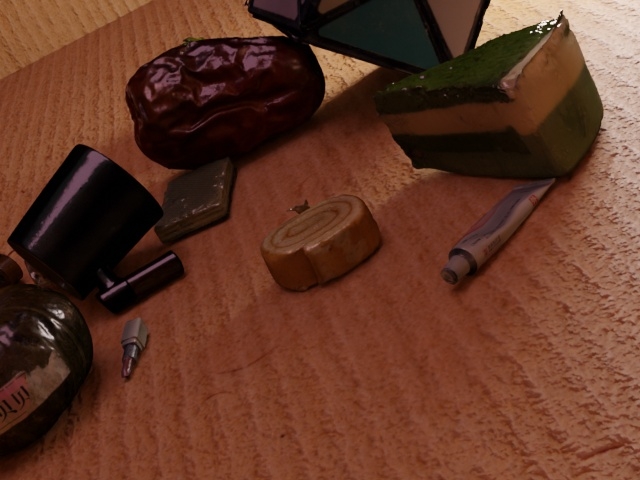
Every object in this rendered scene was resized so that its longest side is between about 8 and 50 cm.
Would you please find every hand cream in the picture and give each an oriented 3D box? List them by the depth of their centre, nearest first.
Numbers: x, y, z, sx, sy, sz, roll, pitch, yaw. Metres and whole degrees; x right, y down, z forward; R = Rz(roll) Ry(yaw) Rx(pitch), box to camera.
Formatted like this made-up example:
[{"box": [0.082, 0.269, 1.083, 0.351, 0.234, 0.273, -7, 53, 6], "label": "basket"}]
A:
[{"box": [0.201, -0.015, 1.322, 0.052, 0.038, 0.216, 22, 44, 29], "label": "hand cream"}]

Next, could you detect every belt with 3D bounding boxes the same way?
[{"box": [-0.541, 0.052, 1.910, 0.083, 0.059, 0.036, 1, 36, 45], "label": "belt"}]

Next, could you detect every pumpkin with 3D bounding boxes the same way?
[{"box": [-0.419, 0.151, 1.438, 0.260, 0.189, 0.260, -22, 24, 10], "label": "pumpkin"}]

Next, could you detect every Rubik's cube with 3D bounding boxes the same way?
[{"box": [0.094, -0.442, 1.832, 0.307, 0.305, 0.310, 40, 112, 63], "label": "Rubik's cube"}]

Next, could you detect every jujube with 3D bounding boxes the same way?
[{"box": [-0.159, -0.240, 1.934, 0.342, 0.216, 0.216, -18, 25, 2], "label": "jujube"}]

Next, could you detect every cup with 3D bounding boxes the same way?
[{"box": [-0.324, -0.012, 1.642, 0.239, 0.166, 0.177, 24, 69, 39], "label": "cup"}]

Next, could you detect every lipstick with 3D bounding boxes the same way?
[{"box": [-0.246, 0.144, 1.473, 0.025, 0.025, 0.107, -22, 31, 13], "label": "lipstick"}]

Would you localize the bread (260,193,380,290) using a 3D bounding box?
[{"box": [0.000, 0.000, 1.443, 0.149, 0.073, 0.122, -32, 27, -9], "label": "bread"}]

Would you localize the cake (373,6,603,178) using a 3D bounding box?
[{"box": [0.197, -0.148, 1.432, 0.283, 0.158, 0.172, -17, 27, 26], "label": "cake"}]

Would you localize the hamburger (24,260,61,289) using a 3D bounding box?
[{"box": [-0.398, 0.037, 1.779, 0.176, 0.087, 0.102, -9, 46, 13], "label": "hamburger"}]

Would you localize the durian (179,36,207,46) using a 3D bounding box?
[{"box": [-0.183, -0.284, 2.199, 0.198, 0.163, 0.394, 7, 22, -19], "label": "durian"}]

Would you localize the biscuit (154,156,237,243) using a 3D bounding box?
[{"box": [-0.200, -0.069, 1.825, 0.121, 0.040, 0.199, -24, 24, 11], "label": "biscuit"}]
